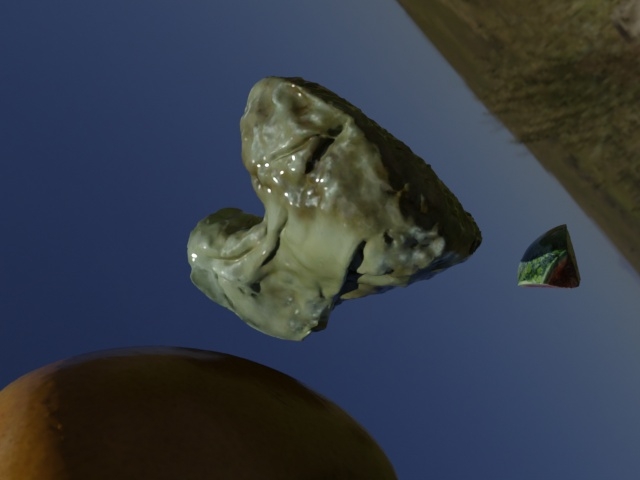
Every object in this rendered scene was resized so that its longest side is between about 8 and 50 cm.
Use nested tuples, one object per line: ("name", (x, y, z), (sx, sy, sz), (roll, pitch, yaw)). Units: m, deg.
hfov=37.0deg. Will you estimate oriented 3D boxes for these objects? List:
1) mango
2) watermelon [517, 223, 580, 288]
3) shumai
("mango", (-0.097, 0.200, 0.737), (0.377, 0.221, 0.264), (7, -152, -34))
("watermelon", (0.289, 0.024, 1.190), (0.072, 0.092, 0.084), (36, 169, -33))
("shumai", (0.000, 0.000, 1.148), (0.330, 0.288, 0.292), (40, 180, 31))
